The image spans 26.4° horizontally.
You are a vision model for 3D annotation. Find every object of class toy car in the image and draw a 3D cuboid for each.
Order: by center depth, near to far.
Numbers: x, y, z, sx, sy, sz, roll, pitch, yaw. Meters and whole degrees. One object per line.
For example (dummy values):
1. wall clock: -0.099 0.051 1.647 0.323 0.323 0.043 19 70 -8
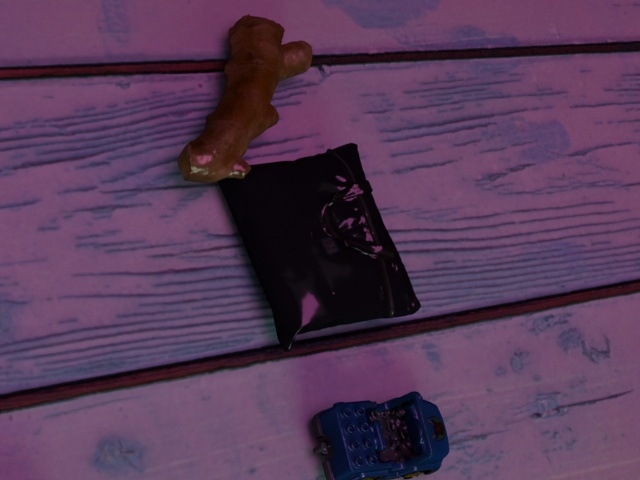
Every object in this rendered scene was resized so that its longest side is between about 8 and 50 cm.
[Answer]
1. toy car: 0.087 0.243 1.697 0.191 0.100 0.097 0 67 -36

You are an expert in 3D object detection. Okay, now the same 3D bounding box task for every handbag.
1. handbag: 0.000 0.000 1.751 0.211 0.089 0.254 -15 73 -26

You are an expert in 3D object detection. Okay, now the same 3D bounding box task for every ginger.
1. ginger: -0.106 -0.179 1.763 0.118 0.065 0.299 27 54 -2
